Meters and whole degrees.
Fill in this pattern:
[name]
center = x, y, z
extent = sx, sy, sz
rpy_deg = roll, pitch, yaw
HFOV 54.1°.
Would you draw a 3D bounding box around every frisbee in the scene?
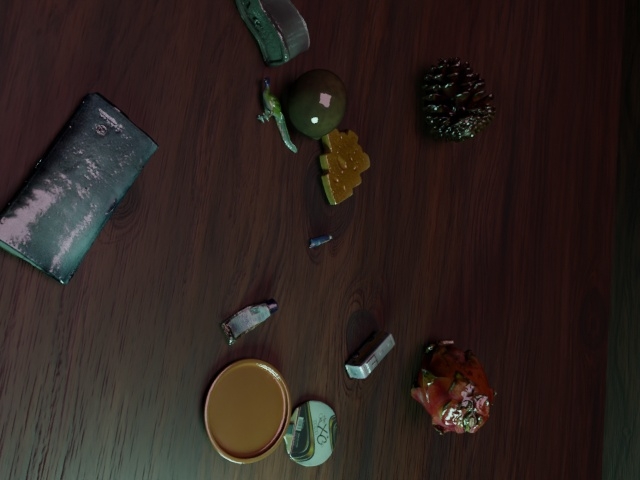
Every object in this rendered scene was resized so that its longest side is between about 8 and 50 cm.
[frisbee]
center = -0.177, 0.417, 1.546
extent = 0.250, 0.021, 0.251
rpy_deg = 8, 76, -35

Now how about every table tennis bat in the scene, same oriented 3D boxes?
[table tennis bat]
center = -0.057, 0.508, 1.678
extent = 0.301, 0.022, 0.174
rpy_deg = 27, 68, -41

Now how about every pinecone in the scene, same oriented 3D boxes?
[pinecone]
center = 0.448, -0.468, 2.070
extent = 0.246, 0.246, 0.292
rpy_deg = -10, 82, -43

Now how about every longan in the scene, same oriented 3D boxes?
[longan]
center = -0.008, -0.360, 1.686
extent = 0.205, 0.159, 0.185
rpy_deg = 96, 18, -45

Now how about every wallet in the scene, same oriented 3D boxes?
[wallet]
center = -0.492, -0.111, 1.281
extent = 0.190, 0.046, 0.379
rpy_deg = 44, 59, -35

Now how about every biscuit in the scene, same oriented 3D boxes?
[biscuit]
center = 0.059, -0.212, 1.814
extent = 0.212, 0.041, 0.239
rpy_deg = 33, 66, -44

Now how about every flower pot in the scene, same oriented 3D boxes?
[flower pot]
center = -0.124, -0.573, 1.617
extent = 0.108, 0.103, 0.229
rpy_deg = -45, 117, -34

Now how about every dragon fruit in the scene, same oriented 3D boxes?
[dragon fruit]
center = 0.415, 0.463, 1.981
extent = 0.250, 0.250, 0.315
rpy_deg = 2, 43, -43

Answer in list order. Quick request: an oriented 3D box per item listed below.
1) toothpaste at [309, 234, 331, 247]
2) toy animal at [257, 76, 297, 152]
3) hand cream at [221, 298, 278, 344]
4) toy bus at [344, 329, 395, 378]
[toothpaste]
center = 0.000, 0.000, 1.760
extent = 0.083, 0.019, 0.027
rpy_deg = -19, 125, -41
[toy animal]
center = -0.122, -0.317, 1.650
extent = 0.075, 0.041, 0.217
rpy_deg = -40, 119, -39
[hand cream]
center = -0.176, 0.197, 1.575
extent = 0.163, 0.039, 0.062
rpy_deg = -29, 109, -34
[toy bus]
center = 0.147, 0.334, 1.845
extent = 0.172, 0.072, 0.058
rpy_deg = -41, 119, -36
